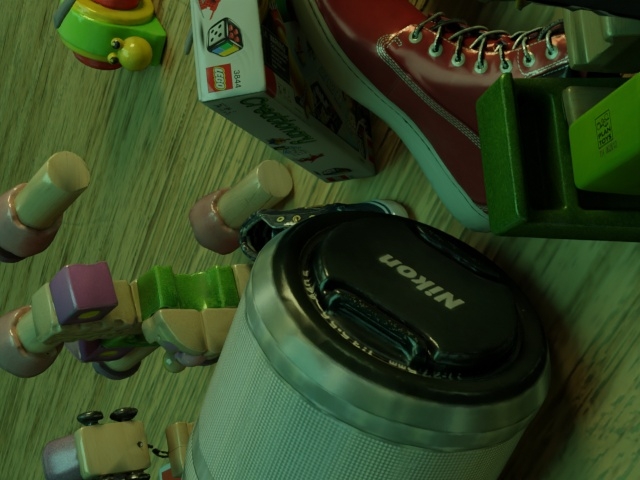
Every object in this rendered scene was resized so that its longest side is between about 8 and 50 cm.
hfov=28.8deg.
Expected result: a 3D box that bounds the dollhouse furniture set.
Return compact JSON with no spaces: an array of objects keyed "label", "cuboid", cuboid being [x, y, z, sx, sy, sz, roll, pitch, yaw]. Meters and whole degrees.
[{"label":"dollhouse furniture set","cuboid":[0.181,-0.165,0.673,0.197,0.151,0.302,136,132,-69]}]

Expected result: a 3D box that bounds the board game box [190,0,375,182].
[{"label":"board game box","cuboid":[-0.025,-0.166,0.968,0.053,0.305,0.193,-8,81,15]}]

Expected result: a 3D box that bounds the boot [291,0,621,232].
[{"label":"boot","cuboid":[0.099,-0.137,0.840,0.244,0.088,0.176,49,142,-2]}]

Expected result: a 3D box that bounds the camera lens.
[{"label":"camera lens","cuboid":[0.025,0.133,0.910,0.219,0.219,0.274,58,137,43]}]

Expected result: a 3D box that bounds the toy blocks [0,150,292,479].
[{"label":"toy blocks","cuboid":[-0.177,0.101,1.201,0.260,0.288,0.309,-35,62,48]}]

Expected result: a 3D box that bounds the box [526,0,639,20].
[{"label":"box","cuboid":[0.169,-0.377,0.345,0.480,0.297,0.472,-28,64,54]}]

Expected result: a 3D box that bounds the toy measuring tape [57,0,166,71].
[{"label":"toy measuring tape","cuboid":[-0.289,-0.307,1.564,0.330,0.121,0.121,57,137,44]}]

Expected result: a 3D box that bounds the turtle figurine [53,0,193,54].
[{"label":"turtle figurine","cuboid":[-0.135,-0.315,1.217,0.274,0.197,0.266,15,100,56]}]

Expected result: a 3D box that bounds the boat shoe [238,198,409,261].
[{"label":"boat shoe","cuboid":[0.000,0.000,1.090,0.183,0.083,0.065,-7,84,60]}]

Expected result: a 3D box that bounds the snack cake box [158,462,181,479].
[{"label":"snack cake box","cuboid":[-0.078,0.335,1.222,0.152,0.089,0.264,-37,58,56]}]
